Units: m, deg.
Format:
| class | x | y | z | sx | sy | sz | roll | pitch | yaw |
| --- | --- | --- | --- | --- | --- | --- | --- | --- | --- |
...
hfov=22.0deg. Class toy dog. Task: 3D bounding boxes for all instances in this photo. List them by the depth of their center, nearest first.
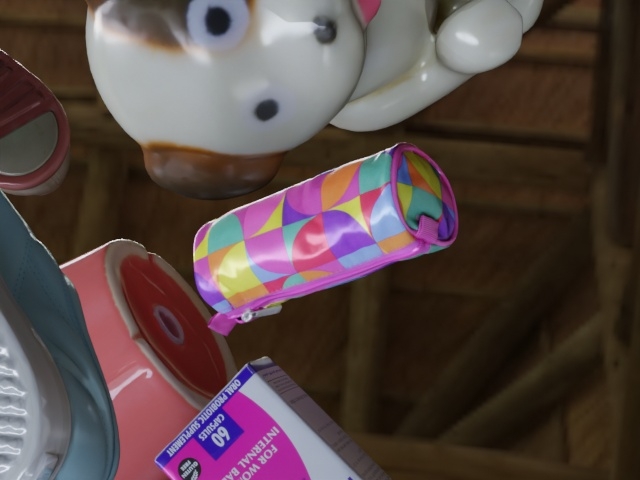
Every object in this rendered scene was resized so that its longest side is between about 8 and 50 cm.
| class | x | y | z | sx | sy | sz | roll | pitch | yaw |
| --- | --- | --- | --- | --- | --- | --- | --- | --- | --- |
| toy dog | -0.035 | -0.213 | 1.274 | 0.396 | 0.284 | 0.408 | 2 | -151 | 18 |

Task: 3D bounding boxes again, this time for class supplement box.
| class | x | y | z | sx | sy | sz | roll | pitch | yaw |
| --- | --- | --- | --- | --- | --- | --- | --- | --- | --- |
| supplement box | -0.010 | 0.210 | 1.317 | 0.220 | 0.111 | 0.114 | 44 | -176 | 6 |

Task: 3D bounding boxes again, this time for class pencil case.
| class | x | y | z | sx | sy | sz | roll | pitch | yaw |
| --- | --- | --- | --- | --- | --- | --- | --- | --- | --- |
| pencil case | 0.000 | 0.000 | 1.387 | 0.236 | 0.104 | 0.104 | -24 | -176 | 34 |

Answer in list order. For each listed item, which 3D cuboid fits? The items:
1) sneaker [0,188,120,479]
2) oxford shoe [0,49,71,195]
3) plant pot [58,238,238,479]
| class | x | y | z | sx | sy | sz | roll | pitch | yaw |
| --- | --- | --- | --- | --- | --- | --- | --- | --- | --- |
| sneaker | -0.232 | 0.016 | 1.011 | 0.135 | 0.366 | 0.150 | -30 | 155 | 10 |
| oxford shoe | -0.347 | -0.162 | 1.401 | 0.123 | 0.348 | 0.130 | -40 | 173 | -10 |
| plant pot | -0.225 | 0.142 | 1.506 | 0.243 | 0.275 | 0.275 | -35 | -165 | 15 |
